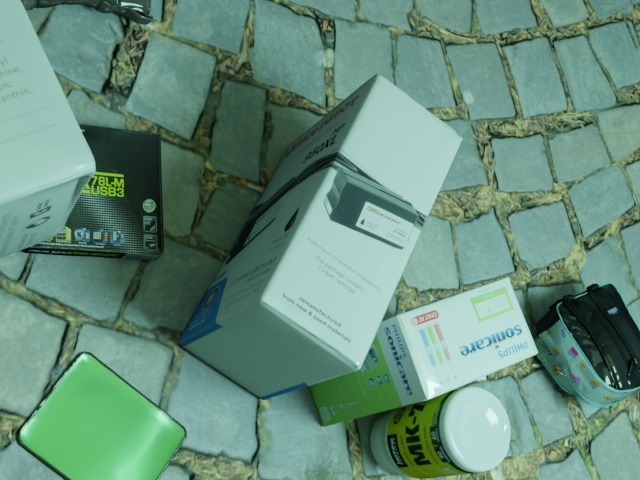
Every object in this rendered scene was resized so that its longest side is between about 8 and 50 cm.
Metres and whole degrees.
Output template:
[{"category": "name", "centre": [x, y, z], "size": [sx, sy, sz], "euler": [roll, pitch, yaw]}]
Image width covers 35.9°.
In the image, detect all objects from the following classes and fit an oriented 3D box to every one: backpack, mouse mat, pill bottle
[{"category": "backpack", "centre": [0.469, 0.189, 1.679], "size": [0.166, 0.144, 0.188], "euler": [-16, 60, -35]}, {"category": "mouse mat", "centre": [-0.285, 0.258, 1.309], "size": [0.190, 0.007, 0.152], "euler": [41, 59, -11]}, {"category": "pill bottle", "centre": [0.168, 0.285, 1.442], "size": [0.119, 0.208, 0.119], "euler": [10, 69, -28]}]

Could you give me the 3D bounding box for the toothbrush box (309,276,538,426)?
[{"category": "toothbrush box", "centre": [0.132, 0.164, 1.416], "size": [0.206, 0.283, 0.122], "euler": [-16, 83, -32]}]

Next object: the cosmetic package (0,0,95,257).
[{"category": "cosmetic package", "centre": [-0.499, -0.159, 1.105], "size": [0.327, 0.329, 0.393], "euler": [-24, 88, -25]}]

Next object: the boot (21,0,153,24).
[{"category": "boot", "centre": [-0.369, -0.438, 1.449], "size": [0.229, 0.091, 0.263], "euler": [-11, 84, -38]}]

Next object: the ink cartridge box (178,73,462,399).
[{"category": "ink cartridge box", "centre": [0.000, 0.000, 1.391], "size": [0.166, 0.285, 0.395], "euler": [36, 59, -15]}]

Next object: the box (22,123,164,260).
[{"category": "box", "centre": [-0.315, -0.069, 1.374], "size": [0.191, 0.045, 0.184], "euler": [5, 75, -28]}]
